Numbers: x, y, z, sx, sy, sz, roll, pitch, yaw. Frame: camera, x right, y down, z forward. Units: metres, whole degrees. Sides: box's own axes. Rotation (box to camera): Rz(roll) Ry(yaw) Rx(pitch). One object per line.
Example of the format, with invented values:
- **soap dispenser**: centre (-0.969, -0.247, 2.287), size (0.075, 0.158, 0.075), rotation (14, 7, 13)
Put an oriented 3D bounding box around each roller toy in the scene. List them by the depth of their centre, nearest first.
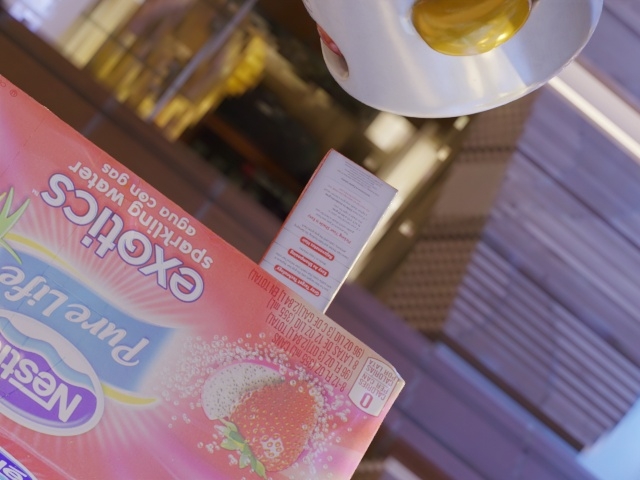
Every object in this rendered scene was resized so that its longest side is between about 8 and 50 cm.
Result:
- **roller toy**: centre (0.075, -0.186, 1.202), size (0.209, 0.191, 0.146), rotation (-57, 142, -33)

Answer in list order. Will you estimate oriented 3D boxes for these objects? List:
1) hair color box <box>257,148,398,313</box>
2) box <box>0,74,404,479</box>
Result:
- **hair color box**: centre (0.000, 0.000, 1.615), size (0.141, 0.072, 0.043), rotation (-58, -177, -7)
- **box**: centre (-0.134, 0.050, 0.888), size (0.142, 0.300, 0.154), rotation (-58, -169, -30)
